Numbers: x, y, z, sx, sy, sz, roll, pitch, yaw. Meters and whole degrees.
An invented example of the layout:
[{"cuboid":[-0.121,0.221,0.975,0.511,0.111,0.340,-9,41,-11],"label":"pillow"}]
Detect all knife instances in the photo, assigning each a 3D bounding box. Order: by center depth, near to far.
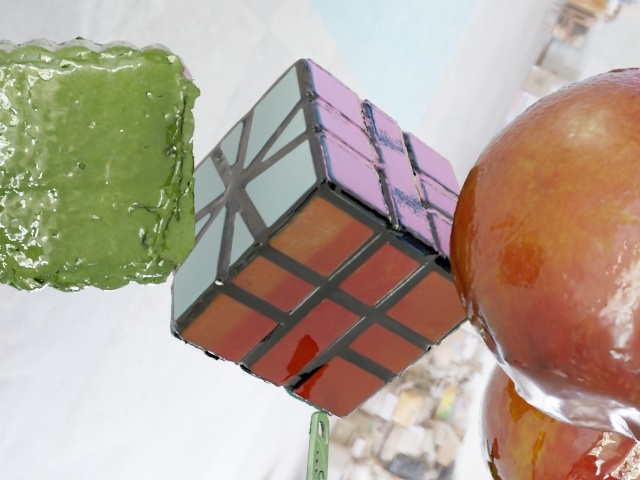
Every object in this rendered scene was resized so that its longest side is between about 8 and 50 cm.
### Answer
[{"cuboid":[-0.007,0.335,1.120,0.043,0.020,0.293,-16,114,-53],"label":"knife"}]

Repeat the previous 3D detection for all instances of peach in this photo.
[{"cuboid":[0.303,0.014,0.920,0.372,0.373,0.290,-59,-173,-18],"label":"peach"},{"cuboid":[0.388,0.225,1.222,0.370,0.370,0.370,-58,167,-22],"label":"peach"}]

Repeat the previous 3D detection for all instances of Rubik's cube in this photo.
[{"cuboid":[0.000,0.000,1.171,0.293,0.283,0.288,-42,-147,23],"label":"Rubik's cube"}]

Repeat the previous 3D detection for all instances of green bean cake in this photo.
[{"cuboid":[-0.206,-0.064,0.807,0.113,0.200,0.214,-140,-131,-72],"label":"green bean cake"}]
